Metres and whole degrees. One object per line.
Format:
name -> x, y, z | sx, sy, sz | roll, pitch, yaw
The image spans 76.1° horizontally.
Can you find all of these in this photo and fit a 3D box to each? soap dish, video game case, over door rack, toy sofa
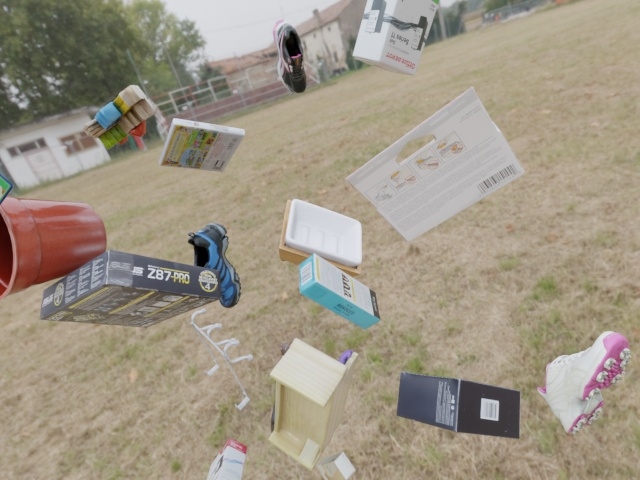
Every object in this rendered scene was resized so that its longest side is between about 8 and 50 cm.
soap dish -> 0.000, 0.000, 1.405 | 0.290, 0.118, 0.229 | 19, 45, -15
video game case -> -0.366, -0.283, 1.251 | 0.206, 0.026, 0.227 | 1, -21, -32
over door rack -> -0.351, 0.424, 1.503 | 0.108, 0.324, 0.239 | -29, 41, -34
toy sofa -> -0.026, 0.411, 1.060 | 0.150, 0.363, 0.177 | 24, 43, 20

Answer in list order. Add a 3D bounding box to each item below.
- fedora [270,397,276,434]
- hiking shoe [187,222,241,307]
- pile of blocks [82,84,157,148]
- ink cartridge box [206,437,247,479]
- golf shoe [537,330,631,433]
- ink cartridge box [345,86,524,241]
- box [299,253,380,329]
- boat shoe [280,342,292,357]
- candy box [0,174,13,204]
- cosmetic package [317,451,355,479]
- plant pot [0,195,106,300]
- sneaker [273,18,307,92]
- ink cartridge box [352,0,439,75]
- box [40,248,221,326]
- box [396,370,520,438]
fedora -> -0.082, 0.642, 1.646 | 0.152, 0.334, 0.334 | 20, 21, -8
hiking shoe -> -0.361, 0.098, 1.359 | 0.113, 0.304, 0.132 | -1, 20, 34
pile of blocks -> -0.599, -0.340, 1.225 | 0.362, 0.113, 0.149 | -7, 36, 51
ink cartridge box -> -0.301, 0.738, 1.285 | 0.127, 0.072, 0.175 | -56, 8, 6
golf shoe -> 0.588, 0.308, 0.941 | 0.115, 0.306, 0.140 | -12, 36, -19
ink cartridge box -> 0.240, -0.153, 0.876 | 0.296, 0.261, 0.066 | -33, 38, 24
box -> 0.053, 0.138, 1.080 | 0.060, 0.244, 0.101 | -38, 34, 28
boat shoe -> -0.144, 0.587, 1.979 | 0.073, 0.207, 0.073 | -4, 16, 23
candy box -> -0.794, -0.154, 0.716 | 0.268, 0.317, 0.122 | -2, 56, 11
cosmetic package -> 0.042, 0.639, 1.148 | 0.041, 0.060, 0.115 | -26, -18, -39
plant pot -> -0.748, 0.001, 1.082 | 0.272, 0.273, 0.265 | -8, 3, 25
sneaker -> -0.072, -0.452, 1.030 | 0.072, 0.178, 0.077 | -28, 44, -8
ink cartridge box -> 0.175, -0.496, 0.921 | 0.153, 0.209, 0.087 | -7, 31, -45
box -> -0.522, 0.153, 1.130 | 0.394, 0.097, 0.318 | -23, -25, 35
box -> 0.533, 0.635, 1.591 | 0.343, 0.179, 0.312 | 18, -19, -25
